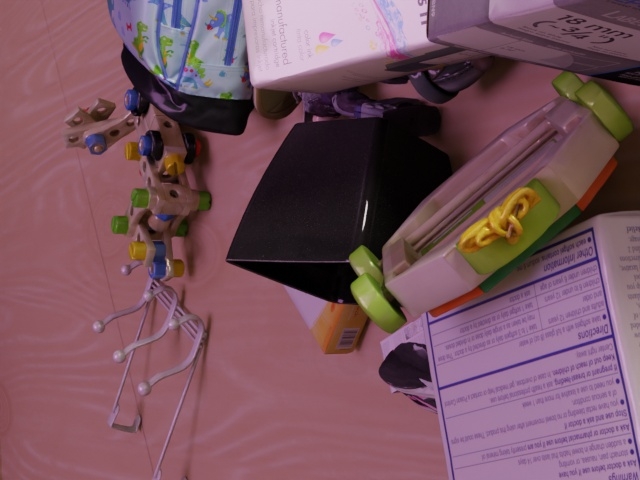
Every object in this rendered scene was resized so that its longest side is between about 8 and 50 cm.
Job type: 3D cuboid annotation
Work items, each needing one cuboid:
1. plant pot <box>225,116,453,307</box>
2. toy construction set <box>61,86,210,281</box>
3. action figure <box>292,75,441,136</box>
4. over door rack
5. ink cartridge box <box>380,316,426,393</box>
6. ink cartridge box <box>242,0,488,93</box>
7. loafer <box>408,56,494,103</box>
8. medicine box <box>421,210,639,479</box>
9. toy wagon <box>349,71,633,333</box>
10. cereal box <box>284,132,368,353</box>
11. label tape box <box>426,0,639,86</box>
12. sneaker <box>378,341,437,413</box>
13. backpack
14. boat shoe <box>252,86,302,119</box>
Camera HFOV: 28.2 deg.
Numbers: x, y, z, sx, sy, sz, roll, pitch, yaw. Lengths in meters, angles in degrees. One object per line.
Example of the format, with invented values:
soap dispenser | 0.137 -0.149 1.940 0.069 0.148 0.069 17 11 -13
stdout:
plant pot | 0.041 -0.031 1.350 0.188 0.187 0.166 1 75 42
toy construction set | -0.277 -0.116 1.990 0.327 0.151 0.215 55 139 28
action figure | 0.027 -0.181 1.477 0.285 0.099 0.185 15 110 63
over door rack | -0.287 0.223 2.051 0.239 0.108 0.324 40 126 54
ink cartridge box | 0.110 0.123 1.411 0.115 0.029 0.062 -39 58 54
ink cartridge box | 0.096 -0.268 1.178 0.354 0.119 0.207 -9 86 34
loafer | 0.110 -0.275 1.294 0.084 0.096 0.267 -25 76 38
medicine box | 0.231 0.148 1.071 0.263 0.149 0.289 -30 67 58
toy wagon | 0.144 -0.025 1.071 0.267 0.068 0.344 -41 8 8
cereal box | 0.000 0.000 1.580 0.240 0.047 0.173 55 136 44
label tape box | 0.264 -0.192 0.890 0.334 0.241 0.105 -2 82 61
sneaker | 0.151 0.155 1.312 0.178 0.077 0.072 20 70 43
backpack | -0.169 -0.367 1.696 0.355 0.273 0.290 -63 32 22
boat shoe | -0.046 -0.267 1.619 0.073 0.080 0.223 33 115 56
